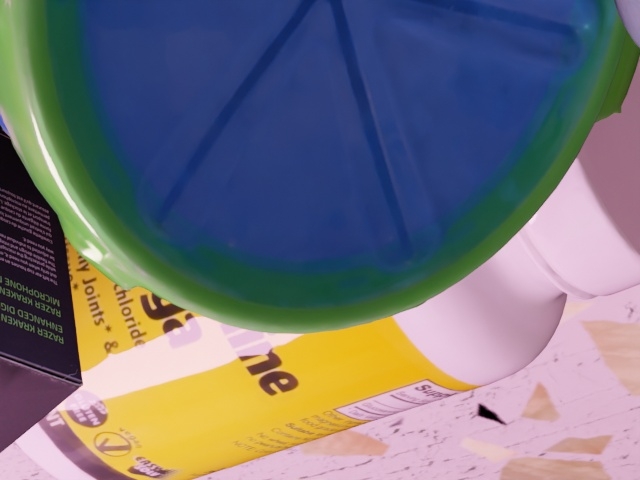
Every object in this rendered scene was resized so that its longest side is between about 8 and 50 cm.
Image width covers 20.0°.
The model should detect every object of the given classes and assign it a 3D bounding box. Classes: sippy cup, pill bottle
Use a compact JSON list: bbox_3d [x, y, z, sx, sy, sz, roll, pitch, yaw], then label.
[{"bbox_3d":[-0.045,-0.109,0.650,0.305,0.240,0.224,51,167,-33],"label":"sippy cup"},{"bbox_3d":[0.000,0.000,0.902,0.334,0.188,0.188,-22,144,28],"label":"pill bottle"}]

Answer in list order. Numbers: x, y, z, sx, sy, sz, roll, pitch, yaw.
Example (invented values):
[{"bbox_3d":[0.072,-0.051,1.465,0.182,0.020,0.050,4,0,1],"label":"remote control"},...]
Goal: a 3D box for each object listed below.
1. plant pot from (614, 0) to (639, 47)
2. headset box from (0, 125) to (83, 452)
[{"bbox_3d":[0.135,-0.183,0.464,0.272,0.271,0.255,-13,129,18],"label":"plant pot"},{"bbox_3d":[-0.235,0.009,0.771,0.131,0.283,0.246,25,129,-39],"label":"headset box"}]
